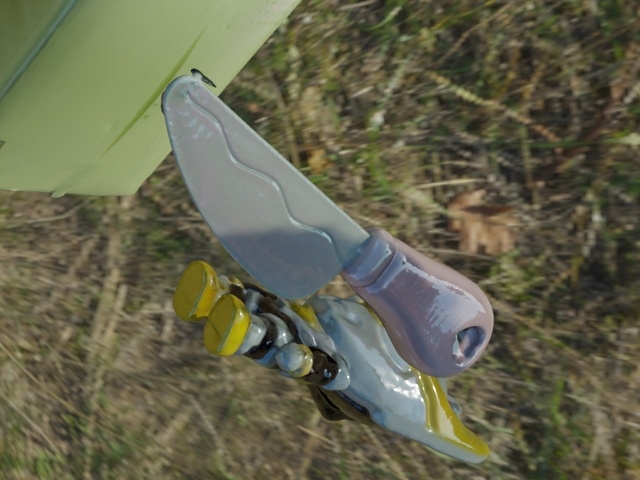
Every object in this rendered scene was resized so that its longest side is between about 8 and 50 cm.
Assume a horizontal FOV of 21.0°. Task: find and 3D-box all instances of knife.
[{"bbox_3d":[-0.001,0.003,1.066,0.336,0.043,0.081,36,89,-42],"label":"knife"}]

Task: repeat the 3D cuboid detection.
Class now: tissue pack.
[{"bbox_3d":[-0.135,-0.138,1.067,0.159,0.234,0.125,5,53,-42],"label":"tissue pack"}]

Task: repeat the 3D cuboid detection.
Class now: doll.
[{"bbox_3d":[0.013,0.092,1.379,0.316,0.145,0.103,23,81,-44],"label":"doll"}]
